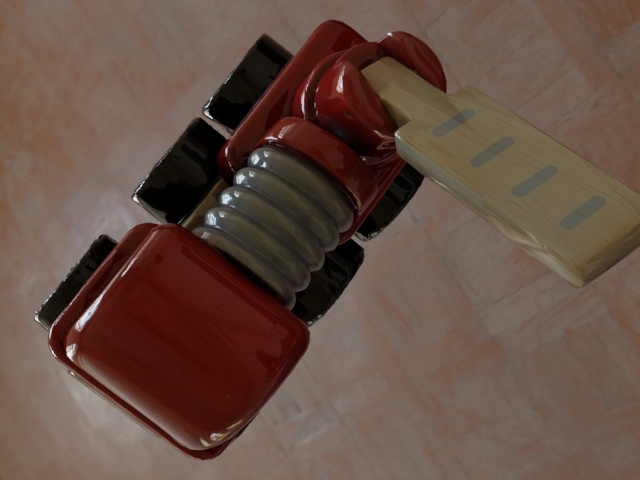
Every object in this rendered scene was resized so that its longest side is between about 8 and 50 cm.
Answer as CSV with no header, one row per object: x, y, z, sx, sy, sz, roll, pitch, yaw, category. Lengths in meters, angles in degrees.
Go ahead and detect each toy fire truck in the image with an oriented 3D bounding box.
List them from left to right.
0.000,0.000,0.467,0.158,0.217,0.246,39,164,-9,toy fire truck
